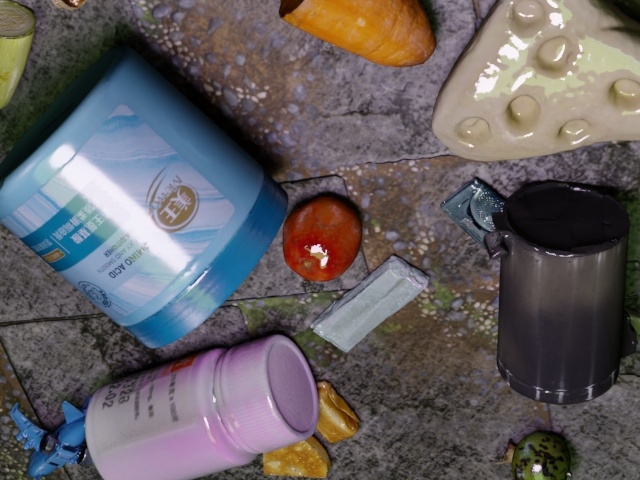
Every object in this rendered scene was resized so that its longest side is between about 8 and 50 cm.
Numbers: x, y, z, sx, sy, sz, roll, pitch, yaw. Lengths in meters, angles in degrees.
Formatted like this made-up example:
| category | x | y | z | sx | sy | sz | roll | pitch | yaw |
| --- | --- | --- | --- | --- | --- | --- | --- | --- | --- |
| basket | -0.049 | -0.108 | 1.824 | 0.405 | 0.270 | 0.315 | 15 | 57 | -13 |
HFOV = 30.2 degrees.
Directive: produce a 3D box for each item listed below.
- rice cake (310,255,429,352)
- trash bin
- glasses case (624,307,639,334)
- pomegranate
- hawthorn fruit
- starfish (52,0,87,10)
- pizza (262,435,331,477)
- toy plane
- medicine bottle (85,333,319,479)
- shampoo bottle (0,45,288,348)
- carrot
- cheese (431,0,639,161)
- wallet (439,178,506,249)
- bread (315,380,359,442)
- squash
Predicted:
| category | x | y | z | sx | sy | sz | roll | pitch | yaw |
| --- | --- | --- | --- | --- | --- | --- | --- | --- | --- |
| rice cake | 0.085 | 0.110 | 2.045 | 0.085 | 0.040 | 0.226 | 37 | 125 | -16 |
| trash bin | 0.382 | 0.080 | 1.868 | 0.252 | 0.203 | 0.302 | -9 | 125 | -5 |
| glasses case | 0.521 | 0.135 | 1.991 | 0.083 | 0.021 | 0.032 | 23 | 128 | -7 |
| pomegranate | 0.387 | 0.405 | 2.172 | 0.161 | 0.122 | 0.122 | 10 | 133 | 39 |
| hawthorn fruit | 0.000 | 0.000 | 1.918 | 0.132 | 0.138 | 0.133 | 7 | 129 | 9 |
| starfish | -0.332 | -0.413 | 1.710 | 0.189 | 0.074 | 0.146 | -13 | 124 | 19 |
| pizza | -0.063 | 0.403 | 2.289 | 0.134 | 0.046 | 0.175 | -27 | 117 | 26 |
| toy plane | -0.513 | 0.405 | 2.346 | 0.254 | 0.105 | 0.271 | 25 | 124 | -26 |
| medicine bottle | -0.214 | 0.313 | 2.140 | 0.388 | 0.219 | 0.219 | -20 | 120 | 24 |
| shampoo bottle | -0.281 | -0.070 | 1.800 | 0.331 | 0.331 | 0.342 | -35 | 112 | 30 |
| carrot | 0.066 | -0.316 | 1.669 | 0.225 | 0.159 | 0.159 | 36 | 125 | -26 |
| cheese | 0.342 | -0.198 | 1.708 | 0.351 | 0.130 | 0.328 | 35 | 123 | -13 |
| wallet | 0.265 | -0.036 | 1.909 | 0.129 | 0.026 | 0.088 | 39 | 124 | -19 |
| bread | 0.014 | 0.319 | 2.208 | 0.074 | 0.053 | 0.132 | -24 | 119 | 30 |
| squash | -0.510 | -0.269 | 1.858 | 0.094 | 0.094 | 0.224 | 23 | 135 | -7 |
